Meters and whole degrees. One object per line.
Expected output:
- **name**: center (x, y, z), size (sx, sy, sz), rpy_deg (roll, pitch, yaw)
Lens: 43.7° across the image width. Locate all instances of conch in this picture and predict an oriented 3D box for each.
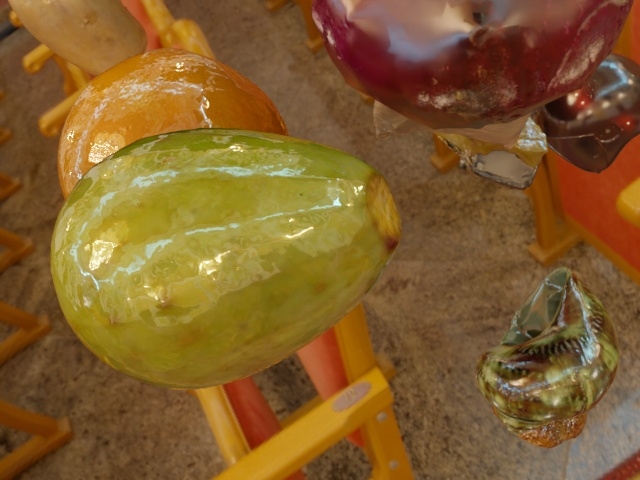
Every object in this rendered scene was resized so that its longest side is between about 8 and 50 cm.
- **conch**: center (0.271, 0.143, 0.957), size (0.181, 0.124, 0.187), rpy_deg (-40, 12, 20)

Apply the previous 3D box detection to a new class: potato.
- **potato**: center (-0.342, -0.323, 1.113), size (0.146, 0.234, 0.150), rpy_deg (-26, 28, 16)

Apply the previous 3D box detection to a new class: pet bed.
- **pet bed**: center (0.459, -0.241, 1.987), size (0.159, 0.183, 0.210), rpy_deg (-71, -2, -83)

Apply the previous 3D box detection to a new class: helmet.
- **helmet**: center (0.495, -0.244, 1.448), size (0.216, 0.193, 0.189), rpy_deg (-9, 43, 17)

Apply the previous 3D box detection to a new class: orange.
- **orange**: center (-0.187, -0.095, 1.049), size (0.312, 0.312, 0.312), rpy_deg (-18, 42, 17)

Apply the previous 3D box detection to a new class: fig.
- **fig**: center (-0.083, 0.013, 0.775), size (0.326, 0.258, 0.258), rpy_deg (-10, 44, 9)

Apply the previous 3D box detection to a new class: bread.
- **bread**: center (0.370, 0.263, 1.358), size (0.193, 0.064, 0.193), rpy_deg (15, 42, -14)

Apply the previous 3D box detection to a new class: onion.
- **onion**: center (0.155, -0.345, 0.865), size (0.399, 0.420, 0.398), rpy_deg (-4, 72, 12)

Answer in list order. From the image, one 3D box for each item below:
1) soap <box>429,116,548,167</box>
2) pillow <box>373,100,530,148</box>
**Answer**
- **soap**: center (0.268, -0.321, 1.354), size (0.169, 0.304, 0.338), rpy_deg (-8, 32, -20)
- **pillow**: center (0.200, -0.214, 1.185), size (0.270, 0.173, 0.067), rpy_deg (1, 45, -18)
